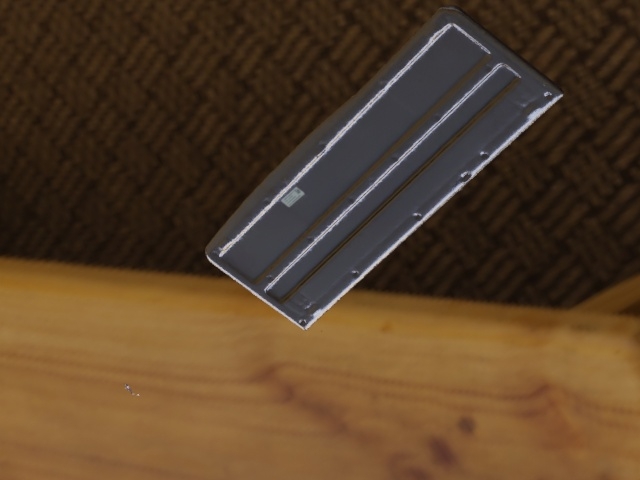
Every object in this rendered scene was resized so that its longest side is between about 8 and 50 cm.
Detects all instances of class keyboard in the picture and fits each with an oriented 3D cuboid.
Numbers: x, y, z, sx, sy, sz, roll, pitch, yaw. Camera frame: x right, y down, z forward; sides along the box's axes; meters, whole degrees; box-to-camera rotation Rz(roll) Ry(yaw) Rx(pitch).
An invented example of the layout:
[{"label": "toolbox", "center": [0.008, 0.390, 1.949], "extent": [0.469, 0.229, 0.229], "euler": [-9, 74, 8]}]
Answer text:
[{"label": "keyboard", "center": [0.002, -0.007, 1.243], "extent": [0.103, 0.041, 0.381], "euler": [37, 122, -13]}]
